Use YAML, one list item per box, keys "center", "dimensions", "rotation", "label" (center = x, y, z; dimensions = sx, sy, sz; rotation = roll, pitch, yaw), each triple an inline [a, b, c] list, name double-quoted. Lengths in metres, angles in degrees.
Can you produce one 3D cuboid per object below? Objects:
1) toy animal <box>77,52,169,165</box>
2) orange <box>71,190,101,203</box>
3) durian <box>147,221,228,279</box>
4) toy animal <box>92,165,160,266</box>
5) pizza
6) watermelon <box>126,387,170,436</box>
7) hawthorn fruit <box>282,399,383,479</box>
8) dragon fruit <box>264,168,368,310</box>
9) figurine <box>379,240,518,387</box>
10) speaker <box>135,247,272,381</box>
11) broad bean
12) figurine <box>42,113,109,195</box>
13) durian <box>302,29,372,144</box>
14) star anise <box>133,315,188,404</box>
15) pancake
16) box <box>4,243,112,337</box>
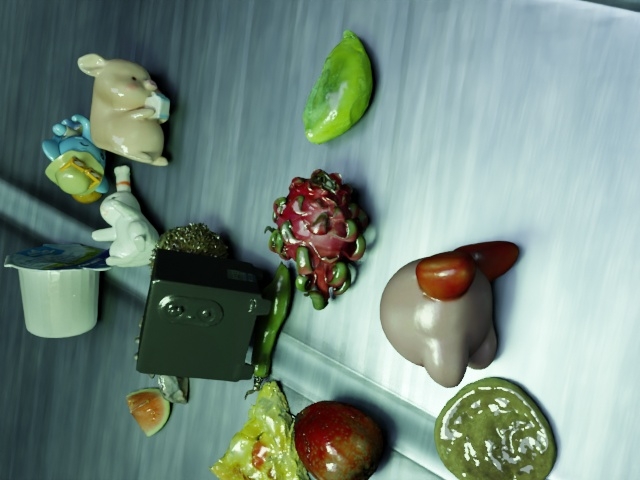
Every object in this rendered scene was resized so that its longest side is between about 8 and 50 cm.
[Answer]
- center: [-0.484, -0.327, 1.726]
  dimensions: [0.213, 0.195, 0.256]
  rotation: [8, 91, 21]
  label: "toy animal"
- center: [-0.641, -0.140, 1.878]
  dimensions: [0.085, 0.085, 0.085]
  rotation: [0, 89, 29]
  label: "orange"
- center: [-0.320, 0.054, 1.634]
  dimensions: [0.196, 0.167, 0.196]
  rotation: [-49, 24, 31]
  label: "durian"
- center: [-0.517, -0.060, 1.770]
  dimensions: [0.140, 0.138, 0.282]
  rotation: [-43, 69, 27]
  label: "toy animal"
- center: [-0.139, 0.467, 1.587]
  dimensions: [0.280, 0.075, 0.287]
  rotation: [2, 91, 29]
  label: "pizza"
- center: [-0.446, 0.422, 1.750]
  dimensions: [0.135, 0.094, 0.125]
  rotation: [-42, 64, 22]
  label: "watermelon"
- center: [0.019, 0.410, 1.440]
  dimensions: [0.235, 0.181, 0.181]
  rotation: [35, 106, 21]
  label: "hawthorn fruit"
- center: [0.002, -0.006, 1.454]
  dimensions: [0.272, 0.218, 0.198]
  rotation: [65, 154, 9]
  label: "dragon fruit"
- center: [0.223, 0.118, 1.305]
  dimensions: [0.211, 0.270, 0.261]
  rotation: [15, 108, 35]
  label: "figurine"
- center: [-0.260, 0.170, 1.512]
  dimensions: [0.184, 0.254, 0.232]
  rotation: [-115, 38, -64]
  label: "speaker"
- center: [-0.120, 0.206, 1.589]
  dimensions: [0.067, 0.075, 0.325]
  rotation: [9, 98, -16]
  label: "broad bean"
- center: [-0.642, -0.232, 1.803]
  dimensions: [0.154, 0.180, 0.262]
  rotation: [-18, 58, -3]
  label: "figurine"
- center: [0.038, -0.324, 1.479]
  dimensions: [0.139, 0.101, 0.250]
  rotation: [32, 104, 27]
  label: "durian"
- center: [-0.373, 0.264, 1.692]
  dimensions: [0.198, 0.110, 0.257]
  rotation: [28, 110, 2]
  label: "star anise"
- center: [0.334, 0.383, 1.335]
  dimensions: [0.242, 0.050, 0.241]
  rotation: [0, 89, 28]
  label: "pancake"
- center: [-0.667, 0.137, 1.820]
  dimensions: [0.291, 0.262, 0.206]
  rotation: [9, 107, 20]
  label: "box"
